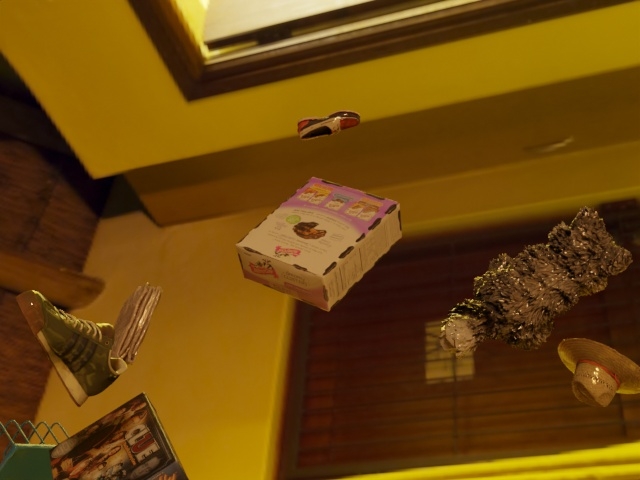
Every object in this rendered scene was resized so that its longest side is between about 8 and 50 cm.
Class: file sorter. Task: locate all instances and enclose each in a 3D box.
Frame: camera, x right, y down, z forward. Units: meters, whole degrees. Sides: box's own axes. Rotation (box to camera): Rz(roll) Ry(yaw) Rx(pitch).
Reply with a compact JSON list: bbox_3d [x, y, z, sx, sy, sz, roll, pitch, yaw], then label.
[{"bbox_3d":[-0.614,0.443,1.768,0.104,0.118,0.170,42,-169,34],"label":"file sorter"}]

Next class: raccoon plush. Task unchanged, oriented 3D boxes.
[{"bbox_3d":[0.479,0.110,1.814,0.216,0.299,0.446,48,-143,2],"label":"raccoon plush"}]

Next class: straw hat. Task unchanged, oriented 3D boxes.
[{"bbox_3d":[0.410,0.213,1.274,0.061,0.144,0.144,-58,-37,-26],"label":"straw hat"}]

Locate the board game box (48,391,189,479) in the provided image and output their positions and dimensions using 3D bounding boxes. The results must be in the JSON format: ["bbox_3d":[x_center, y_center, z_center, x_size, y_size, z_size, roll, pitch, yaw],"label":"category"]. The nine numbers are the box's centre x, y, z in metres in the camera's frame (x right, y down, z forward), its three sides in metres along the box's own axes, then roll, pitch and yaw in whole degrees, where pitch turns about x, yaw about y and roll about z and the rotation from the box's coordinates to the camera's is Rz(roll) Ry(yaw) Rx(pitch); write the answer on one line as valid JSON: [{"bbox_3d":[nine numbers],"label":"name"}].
[{"bbox_3d":[-0.286,0.312,1.183,0.042,0.165,0.243,64,166,-20],"label":"board game box"}]

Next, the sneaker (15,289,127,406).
[{"bbox_3d":[-0.300,0.119,1.053,0.064,0.086,0.192,44,156,45],"label":"sneaker"}]

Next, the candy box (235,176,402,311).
[{"bbox_3d":[0.000,0.000,1.275,0.196,0.164,0.070,-43,-42,-35],"label":"candy box"}]

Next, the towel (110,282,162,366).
[{"bbox_3d":[-0.423,0.201,1.856,0.049,0.282,0.187,27,-117,-16],"label":"towel"}]

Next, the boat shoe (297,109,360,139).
[{"bbox_3d":[0.019,-0.241,1.796,0.049,0.137,0.043,80,-178,-52],"label":"boat shoe"}]
